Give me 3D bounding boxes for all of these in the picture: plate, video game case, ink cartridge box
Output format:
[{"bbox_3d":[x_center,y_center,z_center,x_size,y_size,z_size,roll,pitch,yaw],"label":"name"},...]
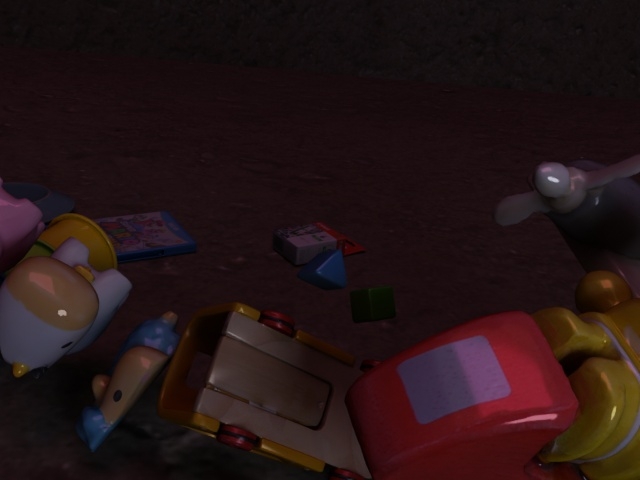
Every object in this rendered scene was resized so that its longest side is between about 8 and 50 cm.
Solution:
[{"bbox_3d":[-0.433,-0.052,0.971,0.188,0.024,0.188,1,21,-1],"label":"plate"},{"bbox_3d":[-0.260,-0.003,0.926,0.166,0.015,0.119,-8,27,-29],"label":"video game case"},{"bbox_3d":[0.000,0.000,0.955,0.115,0.029,0.063,-11,28,-32],"label":"ink cartridge box"}]

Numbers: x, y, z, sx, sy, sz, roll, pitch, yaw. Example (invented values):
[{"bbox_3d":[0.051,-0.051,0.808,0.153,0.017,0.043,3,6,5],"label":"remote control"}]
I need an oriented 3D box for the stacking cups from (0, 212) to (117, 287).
[{"bbox_3d":[-0.315,0.077,0.653,0.096,0.096,0.316,13,28,16],"label":"stacking cups"}]

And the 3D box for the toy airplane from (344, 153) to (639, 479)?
[{"bbox_3d":[0.258,0.102,0.468,0.386,0.272,0.384,31,41,18],"label":"toy airplane"}]

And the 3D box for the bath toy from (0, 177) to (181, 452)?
[{"bbox_3d":[-0.278,0.016,0.580,0.348,0.151,0.129,38,70,1],"label":"bath toy"}]

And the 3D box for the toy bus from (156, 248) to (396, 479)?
[{"bbox_3d":[-0.024,0.126,0.560,0.191,0.202,0.104,-21,4,-34],"label":"toy bus"}]
